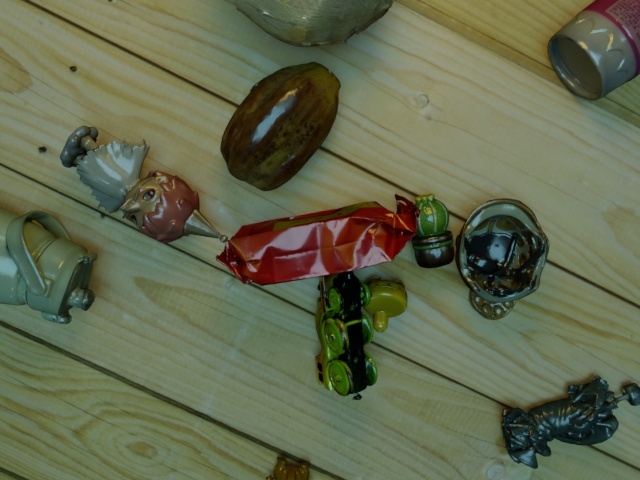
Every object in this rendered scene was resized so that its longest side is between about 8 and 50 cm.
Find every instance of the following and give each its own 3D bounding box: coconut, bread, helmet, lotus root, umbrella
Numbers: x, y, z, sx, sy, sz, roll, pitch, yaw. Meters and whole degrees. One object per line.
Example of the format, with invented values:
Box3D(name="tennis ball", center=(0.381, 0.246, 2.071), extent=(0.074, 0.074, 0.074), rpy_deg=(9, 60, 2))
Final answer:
Box3D(name="coconut", center=(-0.022, -0.538, 0.977), extent=(0.360, 0.346, 0.346), rpy_deg=(32, 98, 4))
Box3D(name="bread", center=(0.407, 0.134, 1.235), extent=(0.110, 0.024, 0.110), rpy_deg=(0, 98, 0))
Box3D(name="helmet", center=(0.388, 0.024, 1.166), extent=(0.198, 0.130, 0.224), rpy_deg=(0, 88, -4))
Box3D(name="lotus root", center=(-0.083, -0.253, 1.117), extent=(0.193, 0.193, 0.291), rpy_deg=(41, 100, -5))
Box3D(name="umbrella", center=(0.601, 0.420, 1.245), extent=(0.349, 0.094, 0.143), rpy_deg=(-19, 103, 2))

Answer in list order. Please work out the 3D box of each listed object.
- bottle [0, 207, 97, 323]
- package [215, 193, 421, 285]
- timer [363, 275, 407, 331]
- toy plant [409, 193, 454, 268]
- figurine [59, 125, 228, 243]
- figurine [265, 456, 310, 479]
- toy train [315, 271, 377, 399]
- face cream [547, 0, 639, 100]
Box3D(name="bottle", center=(-0.660, 0.041, 1.145), extent=(0.352, 0.229, 0.229), rpy_deg=(18, 99, -2))
Box3D(name="package", center=(-0.001, 0.000, 1.134), extent=(0.424, 0.196, 0.123), rpy_deg=(-12, 103, 2))
Box3D(name="timer", center=(0.146, 0.144, 1.198), extent=(0.107, 0.109, 0.107), rpy_deg=(6, 142, 5))
Box3D(name="toy plant", center=(0.247, -0.024, 1.179), extent=(0.093, 0.093, 0.162), rpy_deg=(-10, 99, 2))
Box3D(name="figurine", center=(-0.380, -0.090, 1.143), extent=(0.387, 0.166, 0.207), rpy_deg=(39, 115, -2))
Box3D(name="figurine", center=(-0.079, 0.632, 1.274), extent=(0.121, 0.122, 0.176), rpy_deg=(9, 98, -3))
Box3D(name="toy train", center=(0.047, 0.205, 1.186), extent=(0.100, 0.160, 0.296), rpy_deg=(-8, 97, -29))
Box3D(name="face cream", center=(0.599, -0.410, 1.070), extent=(0.195, 0.175, 0.175), rpy_deg=(-38, 97, 5))
